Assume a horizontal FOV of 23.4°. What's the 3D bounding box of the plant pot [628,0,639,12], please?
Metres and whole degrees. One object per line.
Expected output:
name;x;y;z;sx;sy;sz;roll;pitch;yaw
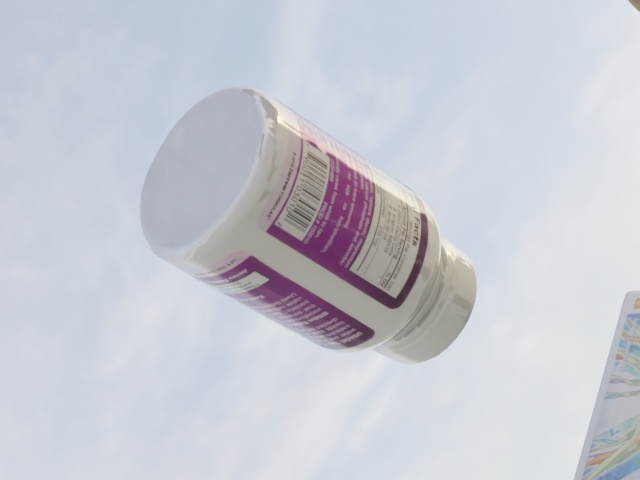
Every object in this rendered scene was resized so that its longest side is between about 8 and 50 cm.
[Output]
plant pot;0.283;-0.262;1.088;0.032;0.236;0.236;-4;-55;-34

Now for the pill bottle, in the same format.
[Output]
pill bottle;0.000;0.000;1.384;0.301;0.169;0.169;32;-85;-37

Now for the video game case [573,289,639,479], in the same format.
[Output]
video game case;0.437;0.155;1.628;0.036;0.300;0.329;62;-144;-31
